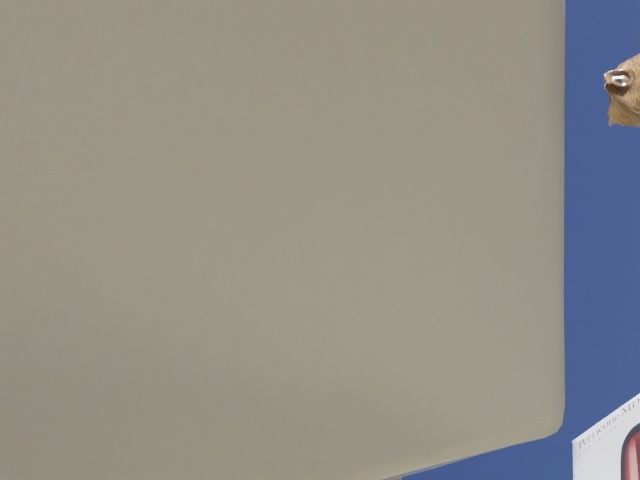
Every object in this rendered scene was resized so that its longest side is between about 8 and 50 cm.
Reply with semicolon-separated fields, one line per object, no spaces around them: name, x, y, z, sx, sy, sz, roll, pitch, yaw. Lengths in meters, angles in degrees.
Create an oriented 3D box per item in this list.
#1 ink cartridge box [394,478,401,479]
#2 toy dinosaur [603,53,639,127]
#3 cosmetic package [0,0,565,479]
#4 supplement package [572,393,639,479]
ink cartridge box;0.000;0.000;1.197;0.307;0.072;0.304;40;-110;-45
toy dinosaur;0.168;-0.071;0.685;0.211;0.112;0.064;-4;-90;-63
cosmetic package;-0.167;-0.090;0.590;0.327;0.393;0.330;-6;-81;-45
supplement package;0.277;0.186;1.115;0.149;0.203;0.194;37;-58;-19
